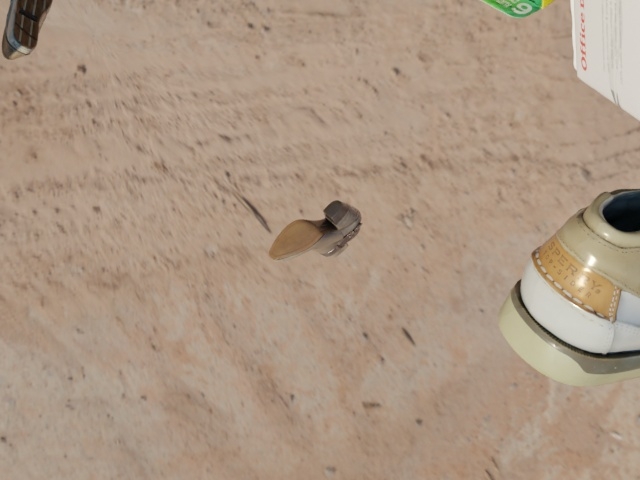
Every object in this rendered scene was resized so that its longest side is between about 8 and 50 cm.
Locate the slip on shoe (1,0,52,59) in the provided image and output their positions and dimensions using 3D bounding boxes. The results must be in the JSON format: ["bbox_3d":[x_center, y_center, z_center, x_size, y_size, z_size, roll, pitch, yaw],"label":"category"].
[{"bbox_3d":[-0.386,-0.291,1.088,0.041,0.135,0.051,-28,141,36],"label":"slip on shoe"}]

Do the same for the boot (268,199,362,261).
[{"bbox_3d":[0.000,0.000,0.999,0.118,0.042,0.087,-35,153,-1],"label":"boot"}]

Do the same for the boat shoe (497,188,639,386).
[{"bbox_3d":[0.254,0.015,0.561,0.302,0.113,0.103,-11,134,-39],"label":"boat shoe"}]

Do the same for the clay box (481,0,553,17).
[{"bbox_3d":[0.236,-0.321,0.860,0.222,0.127,0.053,-37,145,-19],"label":"clay box"}]

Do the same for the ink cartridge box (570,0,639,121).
[{"bbox_3d":[0.396,-0.248,0.939,0.117,0.283,0.207,-15,120,-3],"label":"ink cartridge box"}]
